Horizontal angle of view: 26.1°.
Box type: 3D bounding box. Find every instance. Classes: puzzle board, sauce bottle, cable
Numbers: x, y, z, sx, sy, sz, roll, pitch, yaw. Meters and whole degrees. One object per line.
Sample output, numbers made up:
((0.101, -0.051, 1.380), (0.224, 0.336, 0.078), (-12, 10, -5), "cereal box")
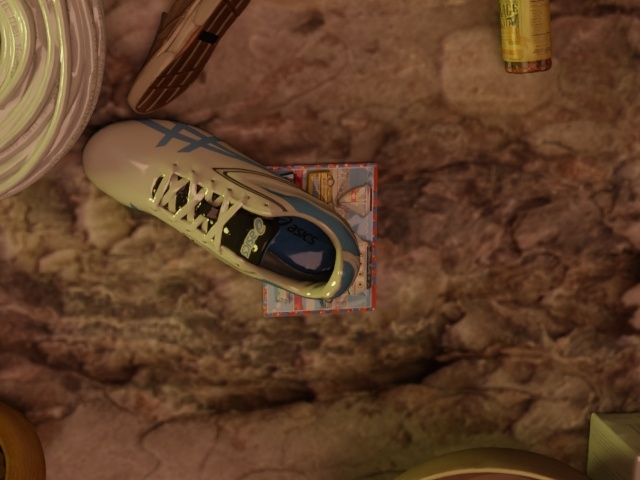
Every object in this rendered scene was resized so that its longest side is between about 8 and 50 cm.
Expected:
((0.000, 0.000, 1.141), (0.096, 0.011, 0.128), (-2, 105, -10), "puzzle board")
((0.162, -0.199, 1.107), (0.042, 0.042, 0.128), (-9, 103, -9), "sauce bottle")
((-0.286, -0.150, 1.008), (0.257, 0.089, 0.257), (-24, 108, -3), "cable")

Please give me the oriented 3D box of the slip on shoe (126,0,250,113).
((-0.108, -0.159, 1.066), (0.041, 0.051, 0.135), (44, 104, 22), "slip on shoe")

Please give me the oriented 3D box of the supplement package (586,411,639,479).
((0.296, 0.250, 1.213), (0.105, 0.105, 0.179), (0, 104, -12), "supplement package")

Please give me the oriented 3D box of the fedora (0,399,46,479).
((-0.304, 0.210, 1.083), (0.194, 0.194, 0.079), (-18, 144, -6), "fedora")

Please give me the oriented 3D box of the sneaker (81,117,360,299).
((-0.075, -0.026, 1.076), (0.237, 0.086, 0.085), (25, 103, -7), "sneaker")

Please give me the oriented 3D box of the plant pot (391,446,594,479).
((0.145, 0.286, 1.132), (0.284, 0.191, 0.284), (2, 102, 8), "plant pot")
